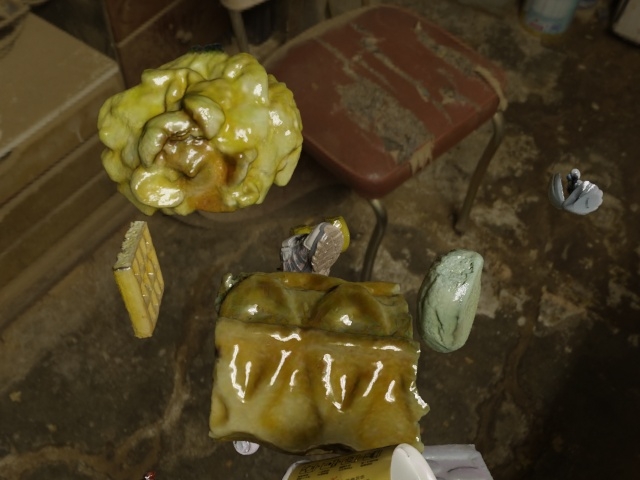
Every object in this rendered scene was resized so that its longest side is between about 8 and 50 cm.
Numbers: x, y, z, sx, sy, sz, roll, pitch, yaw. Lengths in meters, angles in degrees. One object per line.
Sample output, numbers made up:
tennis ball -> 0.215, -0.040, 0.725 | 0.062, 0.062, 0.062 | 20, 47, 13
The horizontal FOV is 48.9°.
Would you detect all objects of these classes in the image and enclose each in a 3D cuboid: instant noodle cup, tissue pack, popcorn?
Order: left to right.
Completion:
popcorn -> -0.164, -0.141, 0.988 | 0.287, 0.215, 0.252 | -16, 49, -8
tissue pack -> 0.000, 0.000, 2.190 | 0.178, 0.123, 0.127 | -17, 98, -12
instant noodle cup -> 0.046, 0.268, 0.677 | 0.122, 0.151, 0.151 | -30, 52, 24

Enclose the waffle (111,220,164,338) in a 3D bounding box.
waffle -> -0.471, 0.099, 1.848 | 0.055, 0.221, 0.247 | -9, 31, 2

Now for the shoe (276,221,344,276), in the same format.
shoe -> -0.025, 0.025, 1.339 | 0.092, 0.180, 0.089 | 39, 40, 22

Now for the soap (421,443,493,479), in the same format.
soap -> 0.302, 0.725, 1.711 | 0.351, 0.212, 0.435 | 9, 30, -20

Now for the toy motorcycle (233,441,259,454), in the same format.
toy motorcycle -> -0.185, 0.458, 1.894 | 0.113, 0.254, 0.112 | 17, 18, -6

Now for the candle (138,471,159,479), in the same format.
candle -> -0.382, 0.672, 1.705 | 0.051, 0.329, 0.048 | -8, 37, -5

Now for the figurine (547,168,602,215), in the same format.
figurine -> 0.468, -0.094, 1.313 | 0.082, 0.094, 0.086 | -16, 40, 1

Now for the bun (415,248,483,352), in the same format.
bun -> 0.257, 0.121, 1.426 | 0.108, 0.221, 0.221 | 15, 54, 21

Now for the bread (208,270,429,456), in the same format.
bread -> -0.009, 0.151, 0.880 | 0.252, 0.196, 0.238 | 0, 38, -4
